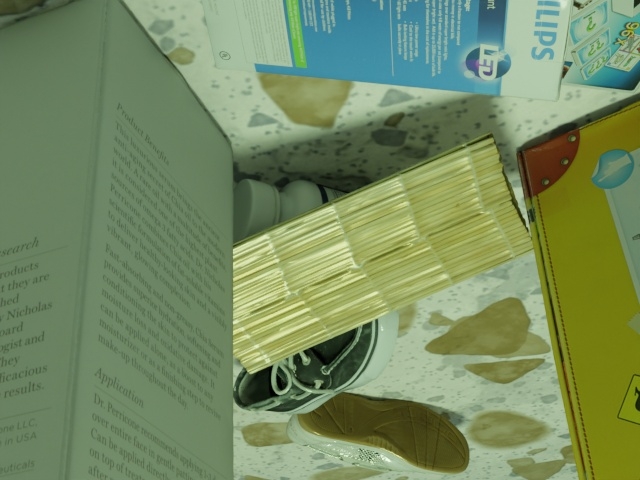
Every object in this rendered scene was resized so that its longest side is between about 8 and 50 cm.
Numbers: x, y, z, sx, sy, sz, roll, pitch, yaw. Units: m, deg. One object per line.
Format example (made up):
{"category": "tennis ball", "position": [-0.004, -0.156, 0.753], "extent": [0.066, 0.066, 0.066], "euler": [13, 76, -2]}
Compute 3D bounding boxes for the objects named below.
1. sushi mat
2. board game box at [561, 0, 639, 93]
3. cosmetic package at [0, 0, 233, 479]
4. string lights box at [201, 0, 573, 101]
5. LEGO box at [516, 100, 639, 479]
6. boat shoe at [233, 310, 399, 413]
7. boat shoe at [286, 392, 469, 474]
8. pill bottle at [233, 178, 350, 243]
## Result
{"category": "sushi mat", "position": [0.038, 0.017, 0.958], "extent": [0.317, 0.019, 0.151], "euler": [-24, 129, 5]}
{"category": "board game box", "position": [0.205, -0.234, 0.739], "extent": [0.193, 0.053, 0.305], "euler": [5, 145, -11]}
{"category": "cosmetic package", "position": [-0.185, 0.059, 0.785], "extent": [0.161, 0.453, 0.230], "euler": [-14, 145, 17]}
{"category": "string lights box", "position": [0.048, -0.181, 0.721], "extent": [0.260, 0.076, 0.133], "euler": [7, 144, 11]}
{"category": "LEGO box", "position": [0.403, 0.091, 0.843], "extent": [0.372, 0.500, 0.193], "euler": [-23, 141, 28]}
{"category": "boat shoe", "position": [-0.017, 0.135, 1.224], "extent": [0.105, 0.113, 0.306], "euler": [0, 159, -31]}
{"category": "boat shoe", "position": [0.082, 0.289, 1.485], "extent": [0.277, 0.098, 0.096], "euler": [19, 142, -15]}
{"category": "pill bottle", "position": [0.000, 0.000, 1.021], "extent": [0.187, 0.112, 0.112], "euler": [14, 143, -23]}
